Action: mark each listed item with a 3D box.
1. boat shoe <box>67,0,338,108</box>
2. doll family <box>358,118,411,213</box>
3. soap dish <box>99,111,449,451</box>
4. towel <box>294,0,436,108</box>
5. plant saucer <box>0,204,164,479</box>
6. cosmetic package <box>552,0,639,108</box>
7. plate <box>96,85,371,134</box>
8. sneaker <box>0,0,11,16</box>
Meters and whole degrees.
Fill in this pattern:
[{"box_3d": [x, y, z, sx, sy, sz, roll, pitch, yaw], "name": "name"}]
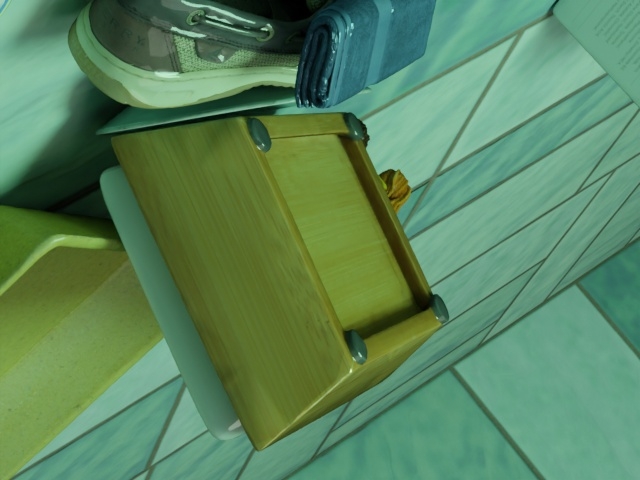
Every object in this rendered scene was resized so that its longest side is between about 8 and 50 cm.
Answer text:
[{"box_3d": [-0.023, -0.155, 1.012, 0.285, 0.103, 0.092, -19, 160, -41], "name": "boat shoe"}, {"box_3d": [0.000, 0.000, 1.491, 0.163, 0.118, 0.263, -30, 163, -31], "name": "doll family"}, {"box_3d": [-0.022, 0.013, 1.192, 0.118, 0.229, 0.291, -26, 176, 19], "name": "soap dish"}, {"box_3d": [0.027, -0.125, 0.999, 0.119, 0.029, 0.067, -32, 143, -48], "name": "towel"}, {"box_3d": [-0.250, 0.084, 1.217, 0.333, 0.081, 0.333, -42, 165, 13], "name": "plant saucer"}, {"box_3d": [0.358, -0.219, 1.577, 0.151, 0.183, 0.151, -22, 158, -46], "name": "cosmetic package"}, {"box_3d": [-0.060, -0.096, 1.108, 0.188, 0.024, 0.188, -9, -175, 1], "name": "plate"}, {"box_3d": [-0.226, -0.040, 0.807, 0.240, 0.126, 0.091, -38, 166, 0], "name": "sneaker"}]
